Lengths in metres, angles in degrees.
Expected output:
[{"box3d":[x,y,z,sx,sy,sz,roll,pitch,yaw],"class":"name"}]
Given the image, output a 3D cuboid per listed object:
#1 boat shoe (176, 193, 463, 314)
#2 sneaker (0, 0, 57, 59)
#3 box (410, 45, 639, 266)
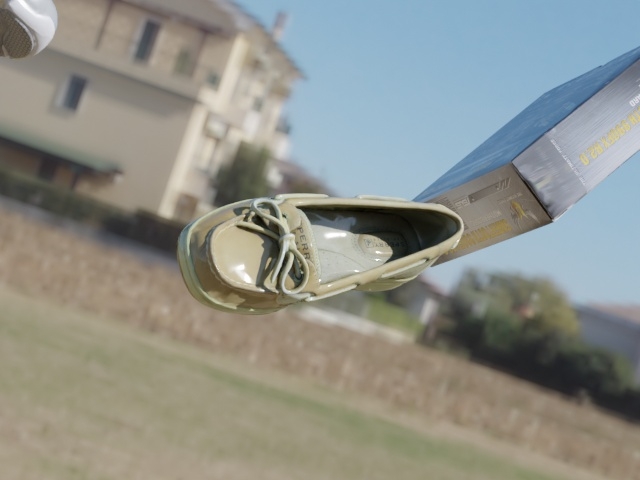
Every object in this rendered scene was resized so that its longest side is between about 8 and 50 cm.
[{"box3d":[0.001,0.002,0.878,0.153,0.056,0.048,0,-19,-42],"class":"boat shoe"},{"box3d":[-0.265,-0.255,1.388,0.281,0.115,0.105,52,-23,21],"class":"sneaker"},{"box3d":[0.176,-0.068,1.437,0.056,0.183,0.231,53,-22,-5],"class":"box"}]
